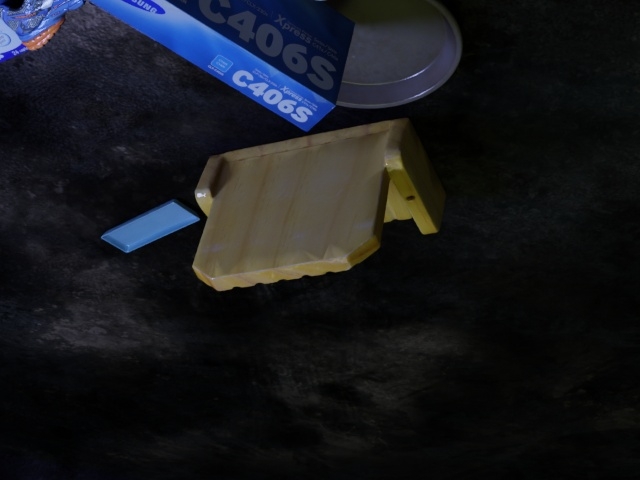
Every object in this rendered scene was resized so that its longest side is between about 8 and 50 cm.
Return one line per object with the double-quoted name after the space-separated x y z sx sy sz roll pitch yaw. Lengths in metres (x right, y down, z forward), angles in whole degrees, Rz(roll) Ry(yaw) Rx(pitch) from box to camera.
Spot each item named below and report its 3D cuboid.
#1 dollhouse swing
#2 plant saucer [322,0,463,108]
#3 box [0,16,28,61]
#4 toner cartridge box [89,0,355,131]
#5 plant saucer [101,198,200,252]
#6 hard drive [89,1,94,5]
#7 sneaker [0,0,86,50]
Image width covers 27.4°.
0.000 0.000 2.096 0.347 0.305 0.315 -10 145 18 "dollhouse swing"
0.065 -0.288 1.882 0.278 0.041 0.278 2 147 1 "plant saucer"
-0.490 -0.317 1.861 0.126 0.072 0.137 -17 141 28 "box"
-0.124 -0.301 1.721 0.348 0.165 0.075 29 139 -21 "toner cartridge box"
-0.304 -0.027 2.346 0.192 0.018 0.067 -23 139 34 "plant saucer"
-0.246 -0.343 1.843 0.135 0.022 0.094 17 145 -20 "hard drive"
-0.356 -0.348 1.767 0.087 0.083 0.221 34 119 -27 "sneaker"
